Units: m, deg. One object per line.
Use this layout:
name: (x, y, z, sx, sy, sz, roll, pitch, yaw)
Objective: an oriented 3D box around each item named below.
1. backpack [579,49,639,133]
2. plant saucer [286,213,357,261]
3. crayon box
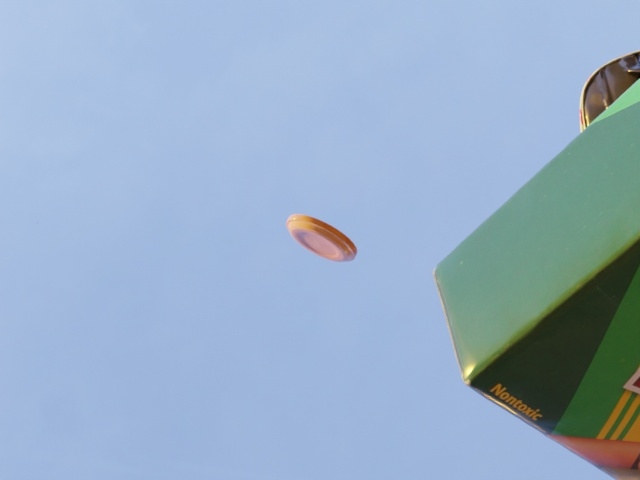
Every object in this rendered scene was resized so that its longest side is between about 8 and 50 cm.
backpack: (0.493, -0.147, 1.331, 0.225, 0.191, 0.254, -14, -113, 20)
plant saucer: (0.000, 0.000, 0.988, 0.083, 0.083, 0.013, 33, -109, -15)
crayon box: (0.301, 0.032, 0.503, 0.363, 0.106, 0.313, 33, -64, -26)
